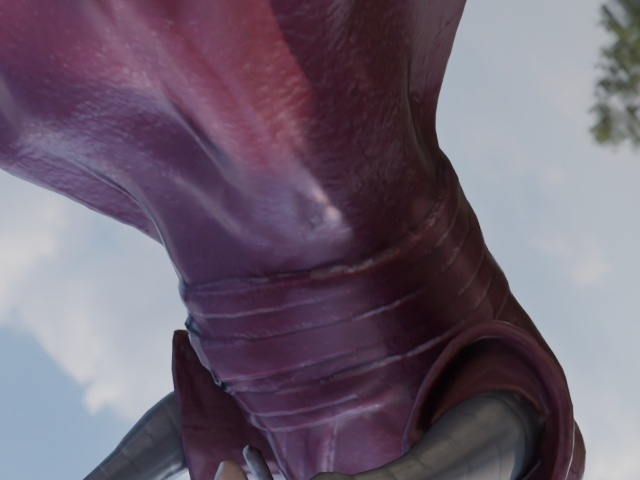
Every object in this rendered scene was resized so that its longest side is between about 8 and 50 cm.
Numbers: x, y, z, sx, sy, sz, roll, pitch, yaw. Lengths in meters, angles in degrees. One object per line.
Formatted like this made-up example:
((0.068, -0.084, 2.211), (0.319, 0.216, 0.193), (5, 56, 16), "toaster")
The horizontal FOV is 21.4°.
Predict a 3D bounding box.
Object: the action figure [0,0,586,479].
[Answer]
((0.000, 0.000, 0.556), (0.248, 0.275, 0.370), (4, 125, 54), "action figure")
